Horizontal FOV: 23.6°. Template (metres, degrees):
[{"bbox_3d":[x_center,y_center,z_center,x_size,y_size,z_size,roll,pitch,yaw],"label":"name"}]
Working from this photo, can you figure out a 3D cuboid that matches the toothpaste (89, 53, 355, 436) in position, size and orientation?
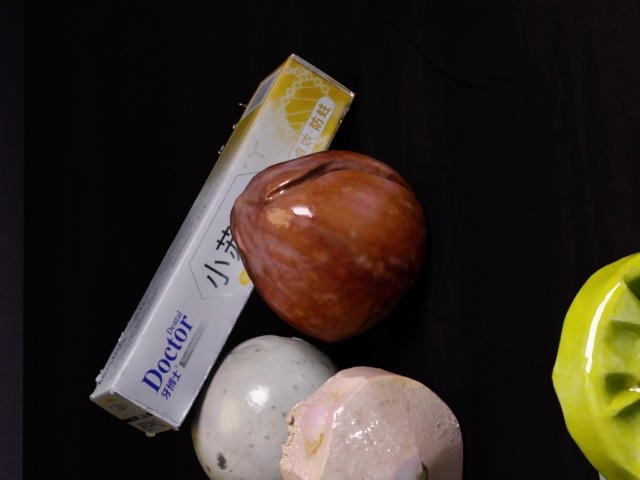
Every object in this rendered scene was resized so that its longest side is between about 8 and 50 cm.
[{"bbox_3d":[-0.078,0.002,1.209,0.313,0.071,0.089,-63,15,-20],"label":"toothpaste"}]

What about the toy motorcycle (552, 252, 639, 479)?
[{"bbox_3d":[0.197,0.154,0.527,0.191,0.200,0.326,153,107,-65],"label":"toy motorcycle"}]

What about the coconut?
[{"bbox_3d":[0.036,0.145,1.025,0.122,0.116,0.116,-174,88,-69],"label":"coconut"}]

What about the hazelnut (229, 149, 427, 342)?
[{"bbox_3d":[0.000,0.000,1.109,0.154,0.143,0.143,-164,78,-70],"label":"hazelnut"}]

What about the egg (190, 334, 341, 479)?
[{"bbox_3d":[-0.039,0.142,1.198,0.164,0.131,0.131,119,148,-67],"label":"egg"}]
